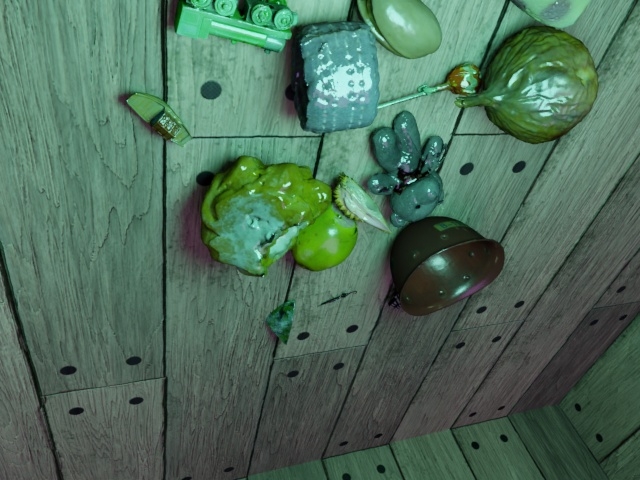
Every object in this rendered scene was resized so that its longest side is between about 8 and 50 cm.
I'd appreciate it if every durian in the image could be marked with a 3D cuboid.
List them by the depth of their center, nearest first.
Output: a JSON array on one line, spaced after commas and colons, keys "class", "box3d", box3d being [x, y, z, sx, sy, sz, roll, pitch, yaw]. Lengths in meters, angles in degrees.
[{"class": "durian", "box3d": [0.111, -0.086, 1.530, 0.078, 0.140, 0.224, -41, 94, 15]}]

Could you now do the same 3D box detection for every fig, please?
[{"class": "fig", "box3d": [0.466, -0.370, 1.326, 0.369, 0.286, 0.286, -9, 136, -25]}]

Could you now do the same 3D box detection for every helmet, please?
[{"class": "helmet", "box3d": [0.371, 0.046, 1.758, 0.385, 0.230, 0.337, -9, 137, -28]}]

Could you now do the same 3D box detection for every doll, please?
[{"class": "doll", "box3d": [0.252, -0.181, 1.523, 0.246, 0.158, 0.340, -31, 136, -10]}, {"class": "doll", "box3d": [0.335, 0.176, 1.997, 0.091, 0.067, 0.219, 27, 124, -30]}]

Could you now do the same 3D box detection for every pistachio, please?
[{"class": "pistachio", "box3d": [0.179, -0.484, 1.214, 0.226, 0.136, 0.136, 26, 119, -32]}]

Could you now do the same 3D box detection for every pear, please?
[{"class": "pear", "box3d": [0.000, 0.000, 1.581, 0.187, 0.187, 0.220, 24, 125, -40]}]

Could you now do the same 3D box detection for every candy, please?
[{"class": "candy", "box3d": [0.274, -0.376, 1.402, 0.288, 0.078, 0.084, -19, 108, -1]}]

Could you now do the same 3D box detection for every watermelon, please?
[{"class": "watermelon", "box3d": [-0.128, 0.267, 1.895, 0.101, 0.080, 0.155, 25, 129, 0]}]

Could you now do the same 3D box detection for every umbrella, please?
[{"class": "umbrella", "box3d": [0.058, 0.203, 1.931, 0.149, 0.022, 0.022, -20, 143, 1]}]

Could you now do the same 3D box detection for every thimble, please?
[{"class": "thimble", "box3d": [0.028, -0.355, 1.206, 0.172, 0.205, 0.236, -10, 137, -14]}]

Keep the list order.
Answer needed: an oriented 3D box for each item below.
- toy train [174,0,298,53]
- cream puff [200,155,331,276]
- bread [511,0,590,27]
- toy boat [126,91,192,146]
[{"class": "toy train", "box3d": [-0.170, -0.451, 1.114, 0.251, 0.085, 0.119, 6, 136, -27]}, {"class": "cream puff", "box3d": [-0.152, -0.087, 1.407, 0.274, 0.270, 0.323, 41, 112, -8]}, {"class": "bread", "box3d": [0.429, -0.600, 1.157, 0.338, 0.187, 0.155, 19, 119, -39]}, {"class": "toy boat", "box3d": [-0.355, -0.271, 1.220, 0.065, 0.066, 0.172, -33, 137, 14]}]
